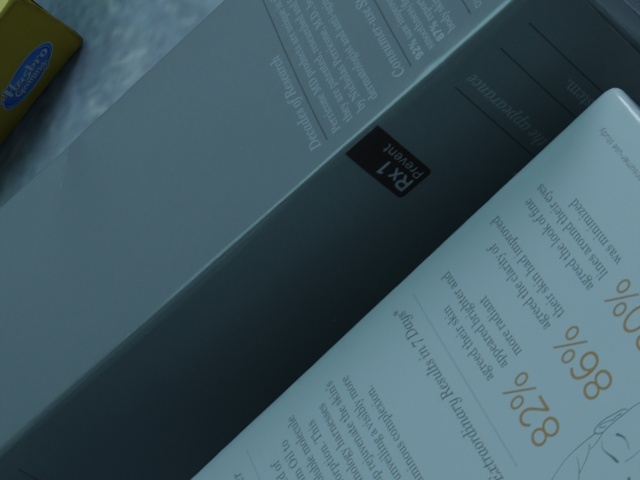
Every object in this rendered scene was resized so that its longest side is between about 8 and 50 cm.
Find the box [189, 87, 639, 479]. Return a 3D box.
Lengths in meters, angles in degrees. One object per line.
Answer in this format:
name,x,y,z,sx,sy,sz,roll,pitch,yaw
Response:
box,0.065,0.071,0.515,0.170,0.091,0.130,-43,41,13

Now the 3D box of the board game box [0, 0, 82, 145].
board game box,-0.295,-0.038,0.898,0.242,0.064,0.316,37,92,23

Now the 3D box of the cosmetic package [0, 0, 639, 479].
cosmetic package,0.000,0.000,0.606,0.238,0.127,0.107,-44,41,16
